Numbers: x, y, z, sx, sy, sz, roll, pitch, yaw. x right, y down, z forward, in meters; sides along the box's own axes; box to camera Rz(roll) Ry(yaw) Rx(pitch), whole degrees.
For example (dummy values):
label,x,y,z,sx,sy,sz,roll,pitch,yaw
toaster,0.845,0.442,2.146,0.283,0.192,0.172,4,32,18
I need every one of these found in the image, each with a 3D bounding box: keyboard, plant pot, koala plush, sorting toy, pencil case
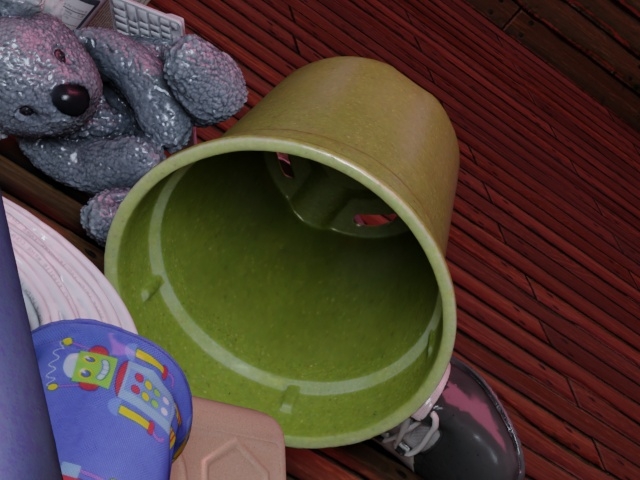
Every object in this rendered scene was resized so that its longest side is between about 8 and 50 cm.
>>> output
label,x,y,z,sx,sy,sz,roll,pitch,yaw
keyboard,-0.154,-0.148,1.692,0.072,0.014,0.256,18,-25,8
plant pot,0.000,-0.018,1.462,0.276,0.276,0.254,39,35,-8
koala plush,-0.221,-0.125,1.524,0.221,0.196,0.203,23,8,-42
sorting toy,-0.089,0.198,1.179,0.193,0.038,0.208,20,57,-49
pencil case,-0.147,0.182,0.973,0.119,0.133,0.306,13,39,-3

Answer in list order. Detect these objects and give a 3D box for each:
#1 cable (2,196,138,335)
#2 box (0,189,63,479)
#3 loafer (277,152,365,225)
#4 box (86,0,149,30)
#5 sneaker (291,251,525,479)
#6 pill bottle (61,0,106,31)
label,x,y,z,sx,sy,sz,roll,pitch,yaw
cable,-0.239,0.053,1.214,0.257,0.089,0.257,42,19,0
box,-0.264,0.060,0.731,0.296,0.183,0.294,-2,79,-63
loafer,0.000,0.000,1.799,0.251,0.094,0.087,42,14,2
box,-0.272,-0.305,1.858,0.127,0.148,0.232,49,19,22
sneaker,0.034,0.125,1.591,0.330,0.122,0.146,47,37,16
pill bottle,-0.255,-0.241,1.697,0.108,0.180,0.108,37,19,-15
